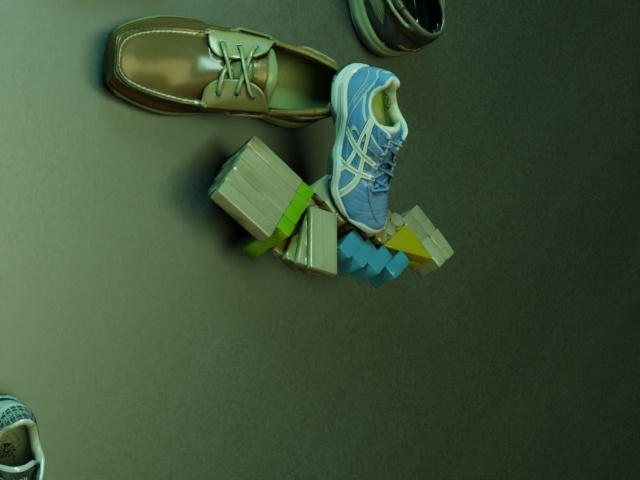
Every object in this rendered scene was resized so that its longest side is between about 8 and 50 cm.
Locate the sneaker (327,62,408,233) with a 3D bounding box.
[{"bbox_3d":[0.060,-0.110,1.245,0.080,0.081,0.211,-17,107,-40],"label":"sneaker"}]

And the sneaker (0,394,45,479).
[{"bbox_3d":[-0.339,0.289,1.102,0.090,0.094,0.235,-6,99,-38],"label":"sneaker"}]

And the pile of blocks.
[{"bbox_3d":[0.000,0.000,1.311,0.362,0.112,0.149,20,57,-29],"label":"pile of blocks"}]

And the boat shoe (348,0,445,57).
[{"bbox_3d":[0.082,-0.417,1.337,0.132,0.130,0.356,-37,114,-29],"label":"boat shoe"}]

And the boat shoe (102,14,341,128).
[{"bbox_3d":[-0.096,-0.205,1.228,0.323,0.120,0.123,1,93,-37],"label":"boat shoe"}]
